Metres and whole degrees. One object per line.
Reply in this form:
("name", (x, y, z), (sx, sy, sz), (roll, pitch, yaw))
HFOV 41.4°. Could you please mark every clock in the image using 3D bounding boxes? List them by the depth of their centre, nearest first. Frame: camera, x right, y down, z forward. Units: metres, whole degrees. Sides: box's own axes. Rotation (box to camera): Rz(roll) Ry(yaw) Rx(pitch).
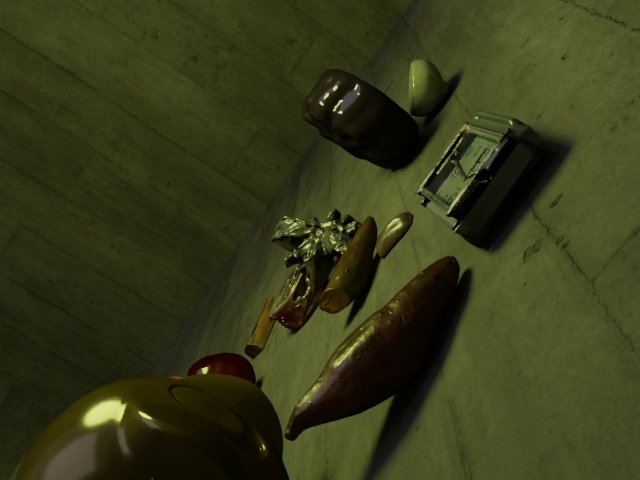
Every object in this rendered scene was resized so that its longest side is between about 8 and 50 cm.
("clock", (0.246, -0.101, 1.317), (0.186, 0.083, 0.253), (-55, 12, 8))

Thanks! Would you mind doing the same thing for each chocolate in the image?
("chocolate", (0.141, -0.016, 1.672), (0.101, 0.031, 0.064), (-49, 17, 31))

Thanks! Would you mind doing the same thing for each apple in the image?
("apple", (-0.227, 0.343, 1.945), (0.147, 0.156, 0.158), (-47, 43, 43))

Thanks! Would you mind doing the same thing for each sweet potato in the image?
("sweet potato", (0.090, 0.161, 1.194), (0.359, 0.112, 0.112), (-41, 9, -10))
("sweet potato", (0.073, 0.051, 1.684), (0.077, 0.077, 0.244), (-42, 13, 53))

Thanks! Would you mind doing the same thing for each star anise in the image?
("star anise", (0.002, 0.002, 1.918), (0.198, 0.111, 0.257), (-34, 34, -1))

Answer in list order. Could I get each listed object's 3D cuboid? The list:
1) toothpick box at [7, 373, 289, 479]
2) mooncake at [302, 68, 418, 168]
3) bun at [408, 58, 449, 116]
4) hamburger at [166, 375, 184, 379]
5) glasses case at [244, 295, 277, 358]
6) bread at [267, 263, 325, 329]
("toothpick box", (-0.241, 0.408, 1.188), (0.425, 0.408, 0.409), (-57, 11, 8))
("mooncake", (0.091, -0.276, 1.979), (0.141, 0.283, 0.283), (-58, 11, -1))
("bun", (0.255, -0.358, 1.990), (0.138, 0.094, 0.138), (0, -90, -85))
("hamburger", (-0.429, 0.482, 2.361), (0.246, 0.170, 0.246), (-54, 14, 20))
("glasses case", (-0.152, 0.225, 2.230), (0.064, 0.041, 0.170), (-46, 16, 47))
("bread", (-0.053, 0.130, 1.982), (0.160, 0.073, 0.160), (-53, 12, 17))
